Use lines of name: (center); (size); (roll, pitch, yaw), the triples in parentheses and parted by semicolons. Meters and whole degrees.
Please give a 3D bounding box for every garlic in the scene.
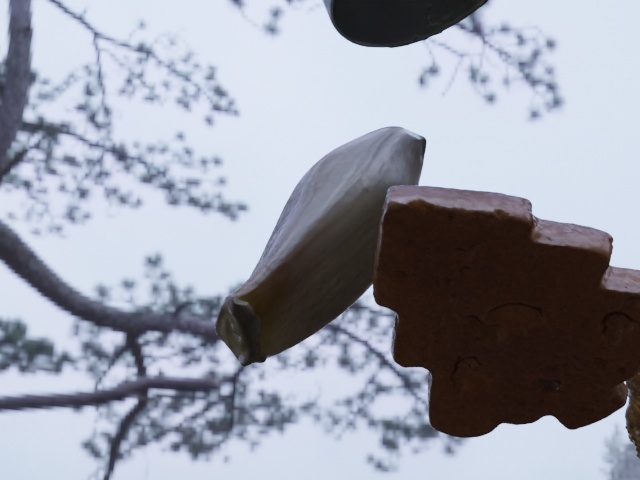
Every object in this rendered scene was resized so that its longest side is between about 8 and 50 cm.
garlic: (0.001, 0.006, 1.228); (0.112, 0.318, 0.143); (20, -39, 23)

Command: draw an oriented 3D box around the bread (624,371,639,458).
bread: (0.603, 0.200, 1.745); (0.279, 0.207, 0.279); (23, -44, 39)

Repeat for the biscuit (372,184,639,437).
biscuit: (0.159, 0.054, 1.050); (0.284, 0.043, 0.306); (-29, -61, 31)

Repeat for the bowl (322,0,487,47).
bowl: (0.120, -0.413, 1.694); (0.287, 0.143, 0.287); (-19, -27, -10)
